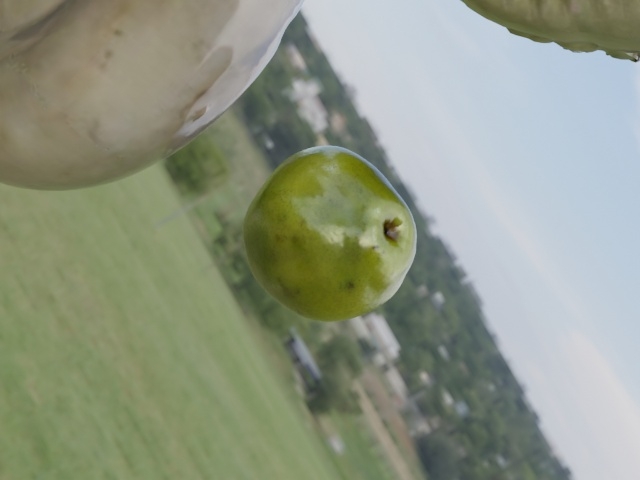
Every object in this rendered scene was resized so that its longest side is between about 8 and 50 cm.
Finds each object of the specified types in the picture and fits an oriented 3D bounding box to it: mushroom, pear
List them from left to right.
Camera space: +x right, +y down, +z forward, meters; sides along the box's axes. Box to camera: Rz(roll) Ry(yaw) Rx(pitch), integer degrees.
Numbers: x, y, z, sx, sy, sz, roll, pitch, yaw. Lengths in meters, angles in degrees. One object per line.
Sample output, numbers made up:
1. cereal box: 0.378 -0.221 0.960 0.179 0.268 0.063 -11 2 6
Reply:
1. mushroom: -0.157 -0.192 0.851 0.290 0.292 0.292 40 15 -48
2. pear: 0.000 0.000 0.816 0.097 0.092 0.092 -18 -75 49

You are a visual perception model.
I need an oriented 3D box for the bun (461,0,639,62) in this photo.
1. bun: 0.196 -0.282 0.893 0.326 0.362 0.234 45 36 -10
